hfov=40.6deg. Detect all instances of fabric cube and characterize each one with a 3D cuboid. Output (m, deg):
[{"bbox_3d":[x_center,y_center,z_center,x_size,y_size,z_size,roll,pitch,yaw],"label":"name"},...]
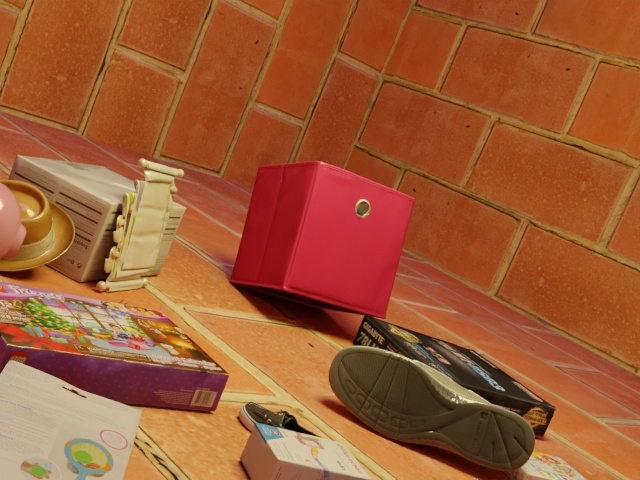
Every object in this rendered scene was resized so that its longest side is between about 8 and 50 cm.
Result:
[{"bbox_3d":[0.000,0.000,1.786,0.254,0.258,0.259,19,-9,-30],"label":"fabric cube"}]

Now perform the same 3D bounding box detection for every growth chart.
[{"bbox_3d":[-0.300,-0.023,1.449,0.021,0.237,0.172,16,-4,18],"label":"growth chart"}]

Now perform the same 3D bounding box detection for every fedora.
[{"bbox_3d":[-0.472,-0.038,1.315,0.194,0.079,0.194,9,40,-8],"label":"fedora"}]

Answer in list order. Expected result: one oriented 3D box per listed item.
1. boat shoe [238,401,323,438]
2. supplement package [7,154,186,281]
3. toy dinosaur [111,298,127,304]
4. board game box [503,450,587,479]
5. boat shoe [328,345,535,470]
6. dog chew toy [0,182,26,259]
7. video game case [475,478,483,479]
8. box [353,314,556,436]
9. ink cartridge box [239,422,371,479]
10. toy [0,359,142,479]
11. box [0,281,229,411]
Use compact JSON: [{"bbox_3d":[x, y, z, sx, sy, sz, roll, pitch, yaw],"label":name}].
[{"bbox_3d":[-0.044,0.235,1.077,0.142,0.040,0.049,29,10,36],"label":"boat shoe"},{"bbox_3d":[-0.403,-0.038,1.527,0.204,0.145,0.262,26,8,16],"label":"supplement package"},{"bbox_3d":[-0.305,0.105,1.239,0.090,0.047,0.082,9,-7,-18],"label":"toy dinosaur"},{"bbox_3d":[0.349,0.366,1.365,0.154,0.026,0.103,19,9,-26],"label":"board game box"},{"bbox_3d":[0.163,0.252,1.309,0.320,0.118,0.103,20,-5,3],"label":"boat shoe"},{"bbox_3d":[-0.556,-0.066,1.148,0.331,0.207,0.206,29,5,-23],"label":"dog chew toy"},{"bbox_3d":[0.316,0.388,1.057,0.232,0.042,0.210,21,9,-12],"label":"video game case"},{"bbox_3d":[0.250,0.258,1.663,0.293,0.073,0.295,17,9,-26],"label":"box"},{"bbox_3d":[-0.017,0.256,0.969,0.122,0.052,0.088,20,8,-26],"label":"ink cartridge box"},{"bbox_3d":[-0.240,0.196,0.735,0.136,0.056,0.237,25,12,-11],"label":"toy"},{"bbox_3d":[-0.284,0.127,1.064,0.293,0.057,0.201,16,9,-41],"label":"box"}]
